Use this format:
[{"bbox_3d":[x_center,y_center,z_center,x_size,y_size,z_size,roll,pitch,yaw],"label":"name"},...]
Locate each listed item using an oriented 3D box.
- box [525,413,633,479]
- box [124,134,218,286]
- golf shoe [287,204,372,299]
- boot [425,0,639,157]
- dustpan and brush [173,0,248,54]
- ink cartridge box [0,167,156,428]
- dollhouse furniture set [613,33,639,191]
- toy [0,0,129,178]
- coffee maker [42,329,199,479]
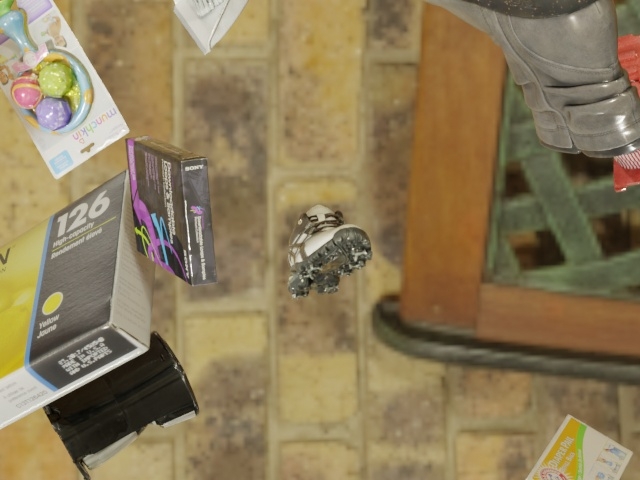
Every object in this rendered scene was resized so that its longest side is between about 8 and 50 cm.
[{"bbox_3d":[0.323,0.337,1.812,0.203,0.103,0.114,-36,-27,-58],"label":"box"},{"bbox_3d":[-0.139,-0.031,1.268,0.162,0.029,0.116,22,119,61],"label":"box"},{"bbox_3d":[0.000,0.000,1.486,0.198,0.077,0.094,139,128,-67],"label":"golf shoe"},{"bbox_3d":[0.209,-0.201,1.453,0.338,0.118,0.223,38,157,60],"label":"boot"},{"bbox_3d":[-0.100,-0.331,1.564,0.211,0.060,0.147,-46,38,9],"label":"dustpan and brush"},{"bbox_3d":[-0.303,0.051,1.460,0.072,0.303,0.307,42,-150,-36],"label":"ink cartridge box"},{"bbox_3d":[0.552,-0.202,1.896,0.201,0.374,0.152,31,-126,-54],"label":"dollhouse furniture set"},{"bbox_3d":[-0.372,-0.212,1.813,0.237,0.137,0.056,61,-156,1],"label":"toy"},{"bbox_3d":[-0.258,0.202,1.753,0.120,0.178,0.171,54,167,25],"label":"coffee maker"}]
